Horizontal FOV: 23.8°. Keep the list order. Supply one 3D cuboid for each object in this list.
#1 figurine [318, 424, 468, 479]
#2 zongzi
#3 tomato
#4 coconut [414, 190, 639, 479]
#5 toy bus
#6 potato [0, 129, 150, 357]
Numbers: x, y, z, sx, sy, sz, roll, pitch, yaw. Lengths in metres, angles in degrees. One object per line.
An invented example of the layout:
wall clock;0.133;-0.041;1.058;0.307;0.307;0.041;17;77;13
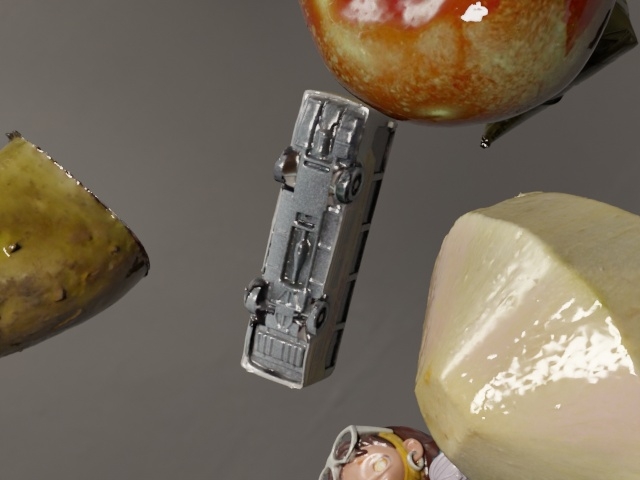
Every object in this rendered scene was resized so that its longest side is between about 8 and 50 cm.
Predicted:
figurine;0.101;0.247;1.331;0.115;0.240;0.175;9;108;-37
zongzi;0.193;-0.227;1.671;0.221;0.112;0.242;34;128;-25
tomato;0.117;-0.226;1.208;0.222;0.270;0.270;-17;129;-57
coconut;0.178;0.089;1.060;0.259;0.259;0.259;-14;122;-24
toy bus;0.000;0.000;1.761;0.138;0.097;0.343;-7;114;-63
potato;-0.351;0.041;1.613;0.266;0.229;0.229;-42;130;-20
